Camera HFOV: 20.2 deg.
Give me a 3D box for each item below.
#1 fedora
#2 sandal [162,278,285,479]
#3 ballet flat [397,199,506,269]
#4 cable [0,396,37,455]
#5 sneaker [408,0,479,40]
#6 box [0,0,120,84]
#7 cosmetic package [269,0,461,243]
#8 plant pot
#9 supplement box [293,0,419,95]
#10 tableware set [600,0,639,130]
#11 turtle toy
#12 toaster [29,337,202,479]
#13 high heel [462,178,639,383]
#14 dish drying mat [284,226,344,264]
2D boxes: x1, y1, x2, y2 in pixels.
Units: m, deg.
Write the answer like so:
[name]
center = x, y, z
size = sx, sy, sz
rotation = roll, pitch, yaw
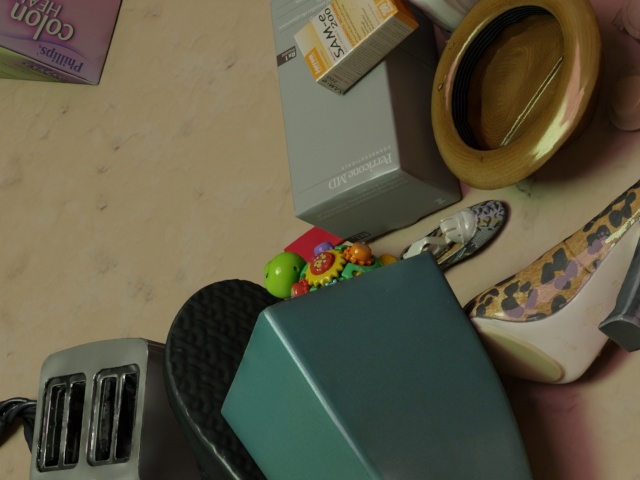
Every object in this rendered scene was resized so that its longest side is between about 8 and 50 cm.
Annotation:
[fedora]
center = 0.180, -0.129, 1.519
size = 0.194, 0.079, 0.194
rotation = -16, 68, 46
[sandal]
center = -0.032, 0.221, 1.549
size = 0.446, 0.167, 0.107
rotation = 65, 143, 36
[ballet flat]
center = 0.111, 0.000, 1.567
size = 0.114, 0.041, 0.041
rotation = -38, 52, 28
[cable]
center = -0.344, 0.239, 1.909
size = 0.184, 0.047, 0.150
rotation = 0, 75, 44
[sneaker]
center = 0.098, -0.309, 1.638
size = 0.110, 0.118, 0.292
rotation = -38, 51, 30
[box]
center = -0.388, -0.266, 2.015
size = 0.243, 0.213, 0.117
rotation = 10, 83, 45
[cosmetic package]
center = 0.038, -0.130, 1.640
size = 0.127, 0.107, 0.238
rotation = -26, 56, 31
[plant pot]
center = 0.061, 0.166, 1.441
size = 0.234, 0.166, 0.165
rotation = 57, 148, 24
[supplement box]
center = 0.031, -0.184, 1.574
size = 0.098, 0.036, 0.062
rotation = -40, 52, 20
[tableware set]
center = 0.297, -0.149, 1.457
size = 0.168, 0.020, 0.141
rotation = 18, 87, 46
[turtle toy]
center = 0.005, 0.039, 1.613
size = 0.130, 0.066, 0.095
rotation = 0, 49, 43
[toaster]
center = -0.183, 0.179, 1.732
size = 0.168, 0.110, 0.186
rotation = -11, 68, 40
[high heel]
center = 0.215, 0.019, 1.459
size = 0.261, 0.093, 0.186
rotation = -16, 38, 55
[dish drying mat]
center = 0.000, 0.000, 1.695
size = 0.083, 0.008, 0.032
rotation = -35, 54, 29
